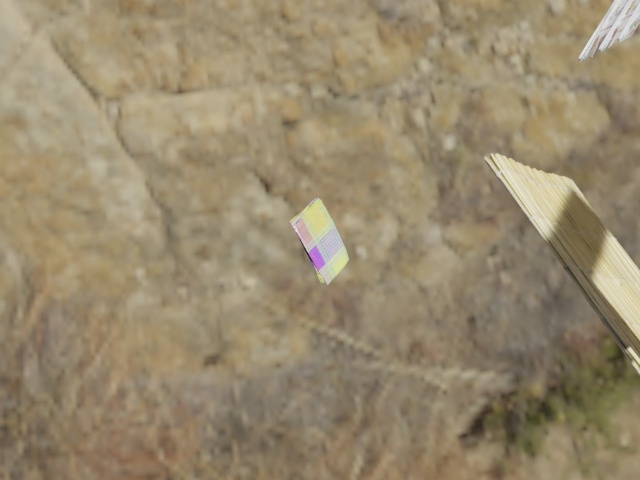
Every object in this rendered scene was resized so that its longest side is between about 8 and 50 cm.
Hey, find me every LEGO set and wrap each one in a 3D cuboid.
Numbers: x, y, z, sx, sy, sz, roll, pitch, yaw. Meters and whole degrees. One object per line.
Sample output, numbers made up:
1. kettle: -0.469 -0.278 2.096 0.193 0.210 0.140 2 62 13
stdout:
1. LEGO set: 0.325 -0.298 1.840 0.060 0.182 0.244 36 117 13

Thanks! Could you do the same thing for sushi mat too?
1. sushi mat: 0.277 0.037 1.814 0.151 0.316 0.019 17 123 -47

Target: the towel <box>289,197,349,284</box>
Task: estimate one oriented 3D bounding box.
1. towel: 0.000 0.000 2.053 0.009 0.060 0.083 -12 114 40
